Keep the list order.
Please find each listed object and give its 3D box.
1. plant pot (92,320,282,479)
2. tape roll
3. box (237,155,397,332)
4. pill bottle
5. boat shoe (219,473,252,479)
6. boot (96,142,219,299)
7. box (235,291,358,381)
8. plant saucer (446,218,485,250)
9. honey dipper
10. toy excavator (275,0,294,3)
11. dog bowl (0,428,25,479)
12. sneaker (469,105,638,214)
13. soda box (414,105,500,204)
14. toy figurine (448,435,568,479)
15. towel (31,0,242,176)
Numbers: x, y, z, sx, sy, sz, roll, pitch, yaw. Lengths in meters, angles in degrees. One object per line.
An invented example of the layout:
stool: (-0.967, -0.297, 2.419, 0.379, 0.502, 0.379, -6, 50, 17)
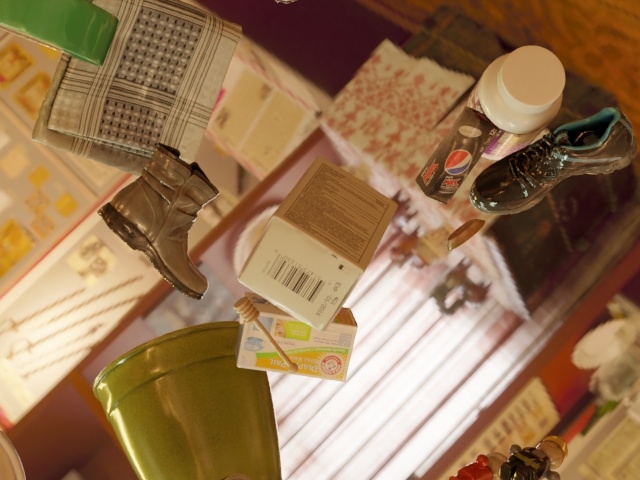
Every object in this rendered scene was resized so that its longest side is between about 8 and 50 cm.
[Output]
plant pot: (-0.232, 0.405, 2.007, 0.366, 0.366, 0.353, 61, -175, -67)
tape roll: (-0.454, -0.344, 1.426, 0.321, 0.077, 0.321, 21, -177, -1)
box: (0.000, 0.000, 1.443, 0.148, 0.127, 0.232, 32, -150, 1)
pill bottle: (0.392, -0.281, 2.021, 0.169, 0.169, 0.301, 45, 169, 6)
boat shoe: (-0.077, 0.435, 1.431, 0.228, 0.081, 0.068, 54, 144, -1)
boot: (-0.210, -0.025, 1.532, 0.246, 0.161, 0.083, 49, 175, -40)
box: (-0.045, 0.175, 1.801, 0.203, 0.114, 0.103, 9, -166, -9)
plant saucer: (0.246, -0.013, 1.709, 0.015, 0.083, 0.083, 51, 173, -6)
honey dipper: (-0.088, 0.161, 1.661, 0.161, 0.030, 0.030, 54, 171, -20)
toy excavator: (-0.044, -0.588, 1.544, 0.222, 0.433, 0.445, 59, -156, 6)
dog bowl: (-0.533, 0.349, 1.340, 0.265, 0.265, 0.104, 46, 162, -6)
sneaker: (0.441, -0.165, 1.939, 0.139, 0.340, 0.125, 46, -158, -57)
soda box: (0.242, -0.150, 1.768, 0.053, 0.169, 0.060, 20, -156, -32)
toy figurine: (0.342, 0.447, 1.668, 0.209, 0.148, 0.213, -36, 73, 46)
towel: (-0.314, -0.273, 1.750, 0.312, 0.324, 0.056, 13, -162, -44)
